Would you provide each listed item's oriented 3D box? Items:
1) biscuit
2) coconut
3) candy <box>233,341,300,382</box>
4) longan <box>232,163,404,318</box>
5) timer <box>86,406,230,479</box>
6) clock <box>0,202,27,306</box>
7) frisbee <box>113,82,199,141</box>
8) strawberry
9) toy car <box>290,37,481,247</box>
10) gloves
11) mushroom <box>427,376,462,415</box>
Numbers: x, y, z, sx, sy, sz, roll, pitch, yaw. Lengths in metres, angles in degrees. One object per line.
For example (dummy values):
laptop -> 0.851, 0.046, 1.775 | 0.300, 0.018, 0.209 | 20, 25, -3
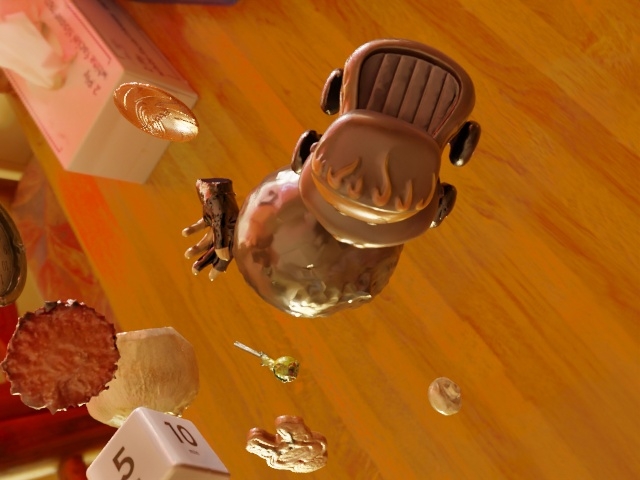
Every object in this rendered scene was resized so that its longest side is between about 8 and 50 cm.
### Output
biscuit -> -0.083, 0.630, 1.790 | 0.202, 0.334, 0.047 | -25, 45, 11
coconut -> -0.608, 0.486, 2.042 | 0.405, 0.404, 0.404 | -3, 85, 33
candy -> -0.174, 0.366, 1.828 | 0.262, 0.073, 0.077 | 17, 120, 36
longan -> 0.000, 0.000, 1.344 | 0.391, 0.391, 0.391 | -3, 85, 33
timer -> -0.350, 0.510, 1.285 | 0.194, 0.192, 0.195 | -52, 49, -2
clock -> -0.631, 0.015, 1.088 | 0.057, 0.237, 0.237 | -16, 76, 3
frisbee -> -0.356, -0.265, 1.276 | 0.192, 0.192, 0.035 | -1, 61, 33
strawberry -> -0.543, 0.216, 1.205 | 0.178, 0.234, 0.234 | 8, 91, 51
toy car -> 0.100, -0.153, 0.883 | 0.271, 0.240, 0.340 | 22, 85, 4
gloves -> -0.306, -0.034, 1.727 | 0.197, 0.152, 0.301 | 23, 98, 60
mushroom -> 0.277, 0.341, 1.304 | 0.083, 0.083, 0.067 | 54, 126, 24
